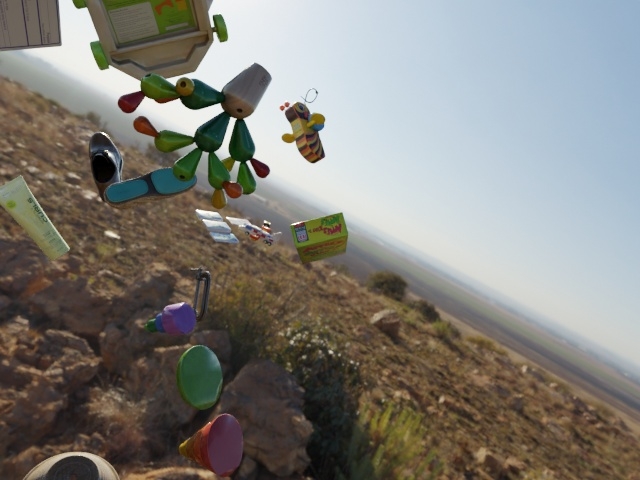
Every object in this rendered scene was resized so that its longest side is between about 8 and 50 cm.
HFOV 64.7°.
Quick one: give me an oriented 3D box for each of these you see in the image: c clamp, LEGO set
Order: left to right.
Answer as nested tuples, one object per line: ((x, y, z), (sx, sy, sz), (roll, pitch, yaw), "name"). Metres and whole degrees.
((-0.331, 0.148, 1.388), (0.022, 0.160, 0.137), (14, -19, -34), "c clamp")
((-0.237, -0.048, 1.547), (0.244, 0.060, 0.182), (7, 25, -38), "LEGO set")

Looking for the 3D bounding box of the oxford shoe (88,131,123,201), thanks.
((-0.580, -0.218, 1.360), (0.096, 0.083, 0.227), (100, -31, -58), "oxford shoe")

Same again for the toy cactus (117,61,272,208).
((-0.125, -0.150, 0.639), (0.219, 0.180, 0.112), (43, -12, -37), "toy cactus")

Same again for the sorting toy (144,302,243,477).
((-0.281, 0.314, 1.047), (0.126, 0.365, 0.127), (-17, 3, 24), "sorting toy")

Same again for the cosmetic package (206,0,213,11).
((-0.394, -0.693, 1.302), (0.230, 0.453, 0.161), (45, 29, 21), "cosmetic package")

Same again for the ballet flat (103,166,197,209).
((-0.387, -0.119, 1.155), (0.206, 0.073, 0.067), (-14, -10, -22), "ballet flat")

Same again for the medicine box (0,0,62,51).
((-0.743, -0.566, 1.102), (0.289, 0.263, 0.149), (-22, 67, -34), "medicine box")

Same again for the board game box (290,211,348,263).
((0.000, 0.000, 0.935), (0.092, 0.043, 0.181), (-14, -11, -1), "board game box")

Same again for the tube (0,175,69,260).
((-0.802, -0.055, 1.410), (0.070, 0.062, 0.240), (-88, 152, -65), "tube")

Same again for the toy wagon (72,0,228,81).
((-0.330, -0.476, 0.957), (0.344, 0.267, 0.068), (85, -19, -44), "toy wagon")

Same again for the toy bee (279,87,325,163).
((-0.080, -0.426, 1.828), (0.162, 0.195, 0.298), (9, 44, -45), "toy bee")

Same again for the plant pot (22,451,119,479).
((-0.600, 0.600, 1.216), (0.237, 0.109, 0.237), (18, 29, -10), "plant pot")
